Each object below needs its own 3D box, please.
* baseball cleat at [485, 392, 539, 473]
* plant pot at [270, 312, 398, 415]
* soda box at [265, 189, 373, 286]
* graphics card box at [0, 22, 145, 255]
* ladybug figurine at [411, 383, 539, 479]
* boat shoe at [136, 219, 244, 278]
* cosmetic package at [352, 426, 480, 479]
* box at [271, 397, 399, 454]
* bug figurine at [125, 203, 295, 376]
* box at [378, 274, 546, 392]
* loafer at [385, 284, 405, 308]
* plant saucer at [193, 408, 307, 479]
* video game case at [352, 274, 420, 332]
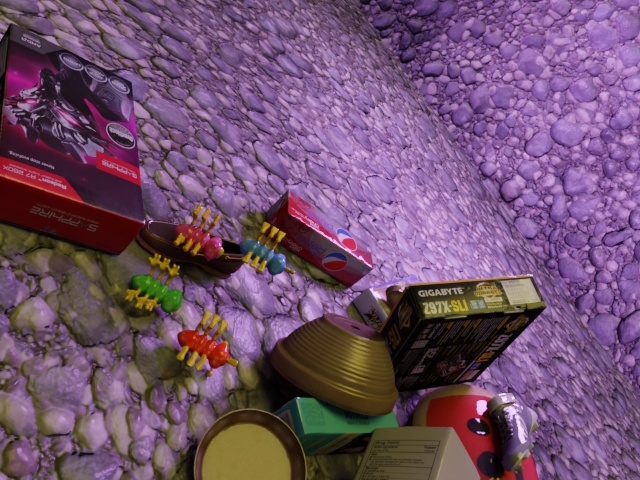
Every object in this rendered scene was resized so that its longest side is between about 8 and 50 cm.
[{"bbox_3d":[0.355,0.361,1.150,0.109,0.072,0.206,41,22,15],"label":"baseball cleat"},{"bbox_3d":[0.039,0.201,1.063,0.237,0.109,0.237,22,4,-2],"label":"plant pot"},{"bbox_3d":[0.000,0.000,1.388,0.263,0.083,0.092,33,32,-27],"label":"soda box"},{"bbox_3d":[-0.423,-0.171,0.993,0.233,0.094,0.371,22,38,-40],"label":"graphics card box"},{"bbox_3d":[0.324,0.469,1.199,0.305,0.162,0.449,35,32,-25],"label":"ladybug figurine"},{"bbox_3d":[-0.224,0.004,1.084,0.207,0.073,0.073,22,40,-39],"label":"boat shoe"},{"bbox_3d":[0.117,0.431,0.882,0.129,0.153,0.296,59,40,-21],"label":"cosmetic package"},{"bbox_3d":[0.020,0.318,1.020,0.244,0.100,0.060,18,43,-44],"label":"box"},{"bbox_3d":[-0.181,0.072,0.993,0.216,0.072,0.279,34,61,-4],"label":"bug figurine"},{"bbox_3d":[0.239,0.192,1.166,0.257,0.322,0.079,-5,54,-19],"label":"box"},{"bbox_3d":[0.203,0.165,1.375,0.148,0.056,0.050,48,22,-2],"label":"loafer"},{"bbox_3d":[-0.102,0.328,0.862,0.168,0.029,0.168,14,55,-21],"label":"plant saucer"},{"bbox_3d":[0.224,0.213,1.469,0.269,0.061,0.244,-7,61,-57],"label":"video game case"}]
